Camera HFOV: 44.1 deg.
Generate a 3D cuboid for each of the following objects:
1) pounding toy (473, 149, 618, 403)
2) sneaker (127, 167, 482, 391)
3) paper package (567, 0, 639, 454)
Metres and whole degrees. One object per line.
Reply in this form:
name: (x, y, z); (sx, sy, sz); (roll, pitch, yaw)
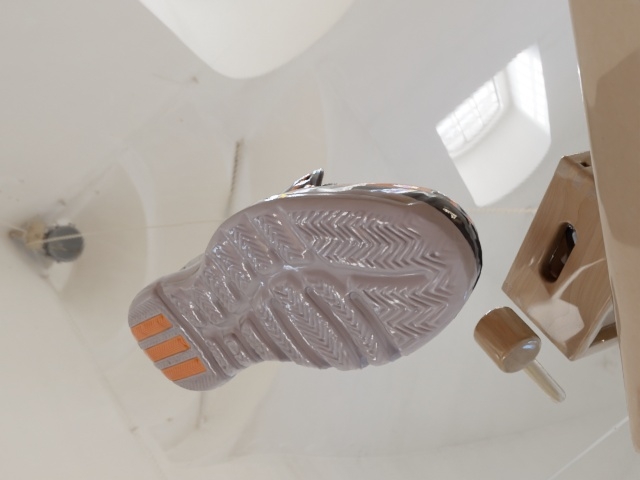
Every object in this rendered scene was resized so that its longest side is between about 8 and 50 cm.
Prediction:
pounding toy: (0.182, 0.028, 0.578); (0.094, 0.206, 0.181); (51, -39, 37)
sneaker: (0.000, 0.000, 0.562); (0.321, 0.180, 0.124); (-17, -70, 47)
paper package: (0.255, -0.019, 0.282); (0.168, 0.309, 0.324); (-21, -69, -15)
